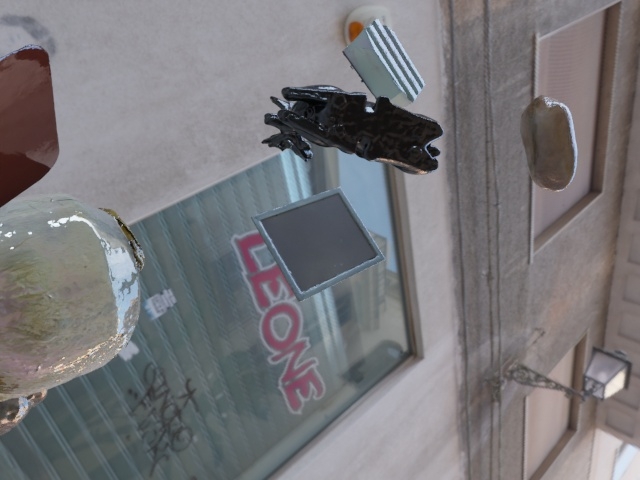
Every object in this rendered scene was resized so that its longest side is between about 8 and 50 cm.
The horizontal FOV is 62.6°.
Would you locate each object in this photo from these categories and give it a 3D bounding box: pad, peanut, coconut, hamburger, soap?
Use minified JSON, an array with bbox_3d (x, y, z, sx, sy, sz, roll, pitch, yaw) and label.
[{"bbox_3d":[-0.302,-0.029,0.384,0.004,0.267,0.181,40,-34,1],"label":"pad"},{"bbox_3d":[0.354,-0.149,0.814,0.076,0.076,0.152,-1,-75,55],"label":"peanut"},{"bbox_3d":[-0.338,0.066,0.598,0.227,0.230,0.227,23,-59,46],"label":"coconut"},{"bbox_3d":[-0.474,0.027,1.127,0.177,0.113,0.185,27,-59,4],"label":"hamburger"},{"bbox_3d":[0.166,-0.458,1.384,0.091,0.145,0.230,-20,-64,43],"label":"soap"}]

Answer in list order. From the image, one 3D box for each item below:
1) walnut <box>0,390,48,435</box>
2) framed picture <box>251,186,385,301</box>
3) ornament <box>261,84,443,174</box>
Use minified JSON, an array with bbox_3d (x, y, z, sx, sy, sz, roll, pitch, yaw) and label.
[{"bbox_3d":[-0.542,0.207,0.851,0.224,0.224,0.224,35,-38,33],"label":"walnut"},{"bbox_3d":[0.000,0.000,0.792,0.142,0.183,0.011,59,-39,11],"label":"framed picture"},{"bbox_3d":[0.024,-0.136,0.665,0.236,0.202,0.080,-159,-98,-73],"label":"ornament"}]
